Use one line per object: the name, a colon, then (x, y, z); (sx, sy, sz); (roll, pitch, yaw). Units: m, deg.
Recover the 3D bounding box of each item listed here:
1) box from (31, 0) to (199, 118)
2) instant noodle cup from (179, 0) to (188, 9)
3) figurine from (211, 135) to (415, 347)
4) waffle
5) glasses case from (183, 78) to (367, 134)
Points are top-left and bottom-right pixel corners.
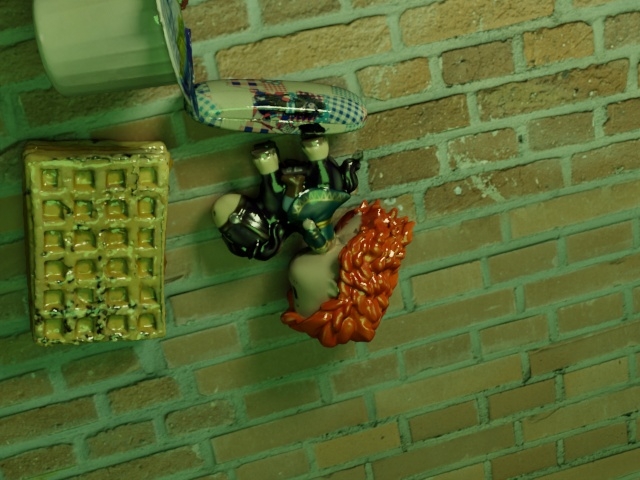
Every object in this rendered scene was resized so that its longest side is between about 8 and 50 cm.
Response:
box: (-0.316, -0.310, 1.735); (0.206, 0.262, 0.291); (-9, 127, 2)
instant noodle cup: (-0.341, -0.456, 1.820); (0.274, 0.091, 0.274); (-6, 115, -13)
figurine: (-0.011, -0.004, 2.058); (0.306, 0.241, 0.412); (-45, 107, -3)
waffle: (-0.396, 0.006, 2.002); (0.261, 0.114, 0.376); (-4, 114, -17)
glasses case: (-0.078, -0.237, 1.974); (0.328, 0.125, 0.076); (1, 122, -17)
